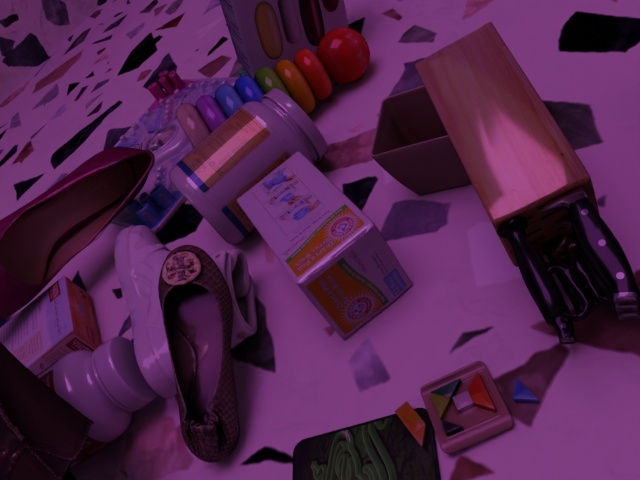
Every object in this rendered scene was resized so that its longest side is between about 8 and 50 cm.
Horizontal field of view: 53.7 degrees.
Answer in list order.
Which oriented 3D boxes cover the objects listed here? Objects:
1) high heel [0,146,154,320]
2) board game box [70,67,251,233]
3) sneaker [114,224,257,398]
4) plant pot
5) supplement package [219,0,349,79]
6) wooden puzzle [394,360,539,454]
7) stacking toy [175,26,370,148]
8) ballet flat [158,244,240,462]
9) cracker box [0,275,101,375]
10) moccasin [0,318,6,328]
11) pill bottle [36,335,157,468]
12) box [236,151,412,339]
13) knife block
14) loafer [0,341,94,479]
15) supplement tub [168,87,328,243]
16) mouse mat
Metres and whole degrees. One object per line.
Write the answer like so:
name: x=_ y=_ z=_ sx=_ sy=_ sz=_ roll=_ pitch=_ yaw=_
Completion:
high heel: x=-0.413 y=-0.020 z=0.986 sx=0.181 sy=0.127 sz=0.377 roll=-15 pitch=37 yaw=41
board game box: x=-0.318 y=-0.202 z=1.256 sx=0.389 sy=0.050 sz=0.390 roll=12 pitch=60 yaw=45
sneaker: x=-0.174 y=0.052 z=0.853 sx=0.169 sy=0.108 sz=0.293 roll=-34 pitch=48 yaw=3
plant pot: x=0.137 y=-0.120 z=0.772 sx=0.108 sy=0.096 sz=0.109 roll=-12 pitch=46 yaw=30
supplement package: x=-0.071 y=-0.420 z=1.113 sx=0.194 sy=0.203 sz=0.149 roll=-22 pitch=38 yaw=-8
wooden puzzle: x=0.129 y=0.149 z=0.571 sx=0.116 sy=0.014 sz=0.079 roll=-31 pitch=38 yaw=2
stacking toy: x=-0.066 y=-0.240 z=1.044 sx=0.330 sy=0.141 sz=0.141 roll=-32 pitch=38 yaw=-3
ballet flat: x=-0.138 y=0.117 z=0.703 sx=0.084 sy=0.058 sz=0.250 roll=-14 pitch=70 yaw=9
cracker box: x=-0.450 y=0.181 z=0.963 sx=0.232 sy=0.067 sz=0.156 roll=-40 pitch=37 yaw=-1
moccasin: x=-0.635 y=0.233 z=1.033 sx=0.116 sy=0.138 sz=0.342 roll=-24 pitch=26 yaw=24
pill bottle: x=-0.313 y=0.214 z=0.777 sx=0.216 sy=0.121 sz=0.121 roll=-34 pitch=38 yaw=6
box: x=0.000 y=0.000 z=0.746 sx=0.103 sy=0.114 sz=0.203 roll=-38 pitch=38 yaw=-2
knife block: x=0.184 y=-0.054 z=0.563 sx=0.088 sy=0.276 sz=0.242 roll=-27 pitch=10 yaw=14
loafer: x=-0.307 y=0.208 z=0.666 sx=0.130 sy=0.366 sz=0.134 roll=-24 pitch=0 yaw=-18
supplement tub: x=-0.102 y=-0.108 z=0.912 sx=0.199 sy=0.144 sz=0.144 roll=-43 pitch=38 yaw=-6
mouse mat: x=0.038 y=0.248 z=0.557 sx=0.152 sy=0.007 sz=0.190 roll=-22 pitch=40 yaw=20
